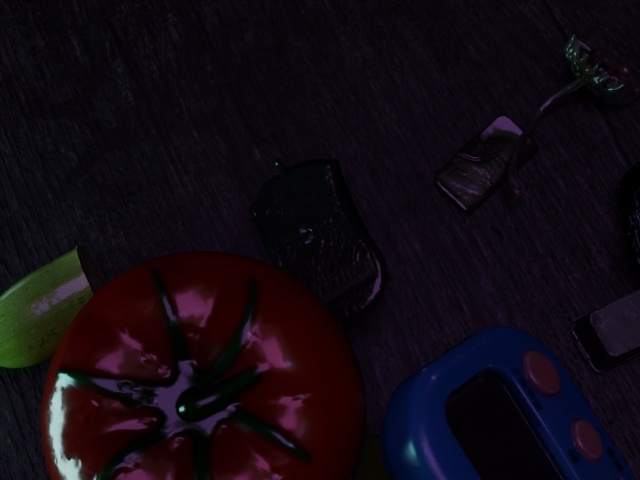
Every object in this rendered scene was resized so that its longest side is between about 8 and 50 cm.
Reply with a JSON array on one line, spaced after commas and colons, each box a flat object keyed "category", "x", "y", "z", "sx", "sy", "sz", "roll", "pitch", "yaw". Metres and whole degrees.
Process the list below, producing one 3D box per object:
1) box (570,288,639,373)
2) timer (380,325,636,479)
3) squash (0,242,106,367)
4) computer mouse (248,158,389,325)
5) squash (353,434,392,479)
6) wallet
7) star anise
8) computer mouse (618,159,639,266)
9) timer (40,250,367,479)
[{"category": "box", "x": 0.403, "y": 0.115, "z": 1.204, "sx": 0.122, "sy": 0.069, "sz": 0.084, "roll": -25, "pitch": 70, "yaw": -7}, {"category": "timer", "x": 0.226, "y": 0.278, "z": 1.048, "sx": 0.309, "sy": 0.115, "sz": 0.340, "roll": -22, "pitch": 77, "yaw": -47}, {"category": "squash", "x": -0.369, "y": 0.102, "z": 1.207, "sx": 0.186, "sy": 0.123, "sz": 0.123, "roll": -32, "pitch": 73, "yaw": -5}, {"category": "computer mouse", "x": 0.000, "y": 0.000, "z": 1.247, "sx": 0.147, "sy": 0.088, "sz": 0.264, "roll": -27, "pitch": 72, "yaw": 9}, {"category": "squash", "x": 0.141, "y": 0.370, "z": 1.092, "sx": 0.203, "sy": 0.111, "sz": 0.289, "roll": -10, "pitch": 69, "yaw": 0}, {"category": "wallet", "x": 0.239, "y": -0.113, "z": 1.318, "sx": 0.156, "sy": 0.018, "sz": 0.082, "roll": -41, "pitch": 77, "yaw": -12}, {"category": "star anise", "x": 0.357, "y": -0.177, "z": 1.327, "sx": 0.148, "sy": 0.218, "sz": 0.227, "roll": 40, "pitch": 111, "yaw": -18}, {"category": "computer mouse", "x": 0.484, "y": -0.008, "z": 1.243, "sx": 0.146, "sy": 0.077, "sz": 0.242, "roll": -8, "pitch": 67, "yaw": -1}, {"category": "timer", "x": -0.133, "y": 0.204, "z": 1.076, "sx": 0.378, "sy": 0.279, "sz": 0.378, "roll": -1, "pitch": 73, "yaw": 2}]
